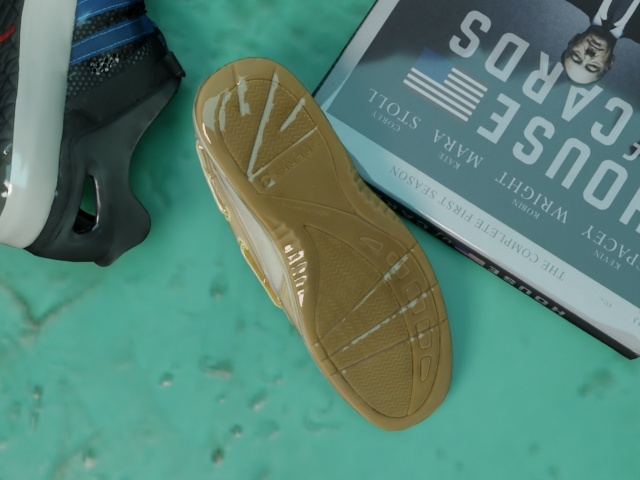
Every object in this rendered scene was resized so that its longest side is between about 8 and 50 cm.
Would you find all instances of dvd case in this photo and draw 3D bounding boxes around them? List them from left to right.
[{"bbox_3d":[0.125,-0.095,0.586,0.179,0.029,0.238,33,83,5],"label":"dvd case"}]

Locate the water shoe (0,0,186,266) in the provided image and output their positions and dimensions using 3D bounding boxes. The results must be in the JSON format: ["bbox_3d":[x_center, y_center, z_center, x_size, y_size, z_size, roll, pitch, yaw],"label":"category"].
[{"bbox_3d":[-0.100,-0.086,0.576,0.080,0.073,0.203,21,68,-35],"label":"water shoe"}]

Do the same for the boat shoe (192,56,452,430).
[{"bbox_3d":[0.000,0.000,0.559,0.063,0.059,0.170,-30,104,-10],"label":"boat shoe"}]
